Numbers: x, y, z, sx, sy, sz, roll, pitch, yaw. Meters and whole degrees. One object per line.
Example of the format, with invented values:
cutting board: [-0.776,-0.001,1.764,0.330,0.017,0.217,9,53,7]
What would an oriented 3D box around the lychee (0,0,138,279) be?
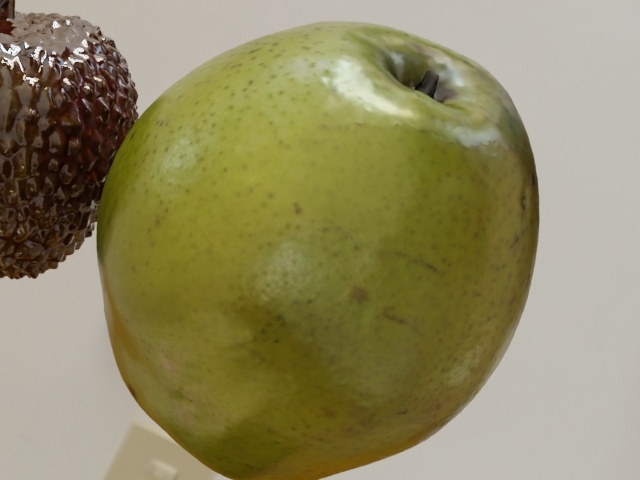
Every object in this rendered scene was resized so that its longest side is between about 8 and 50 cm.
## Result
lychee: [-0.213,-0.076,1.024,0.194,0.194,0.194,-63,6,11]

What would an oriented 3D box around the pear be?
pear: [0.000,0.000,0.941,0.294,0.294,0.294,-63,6,11]
